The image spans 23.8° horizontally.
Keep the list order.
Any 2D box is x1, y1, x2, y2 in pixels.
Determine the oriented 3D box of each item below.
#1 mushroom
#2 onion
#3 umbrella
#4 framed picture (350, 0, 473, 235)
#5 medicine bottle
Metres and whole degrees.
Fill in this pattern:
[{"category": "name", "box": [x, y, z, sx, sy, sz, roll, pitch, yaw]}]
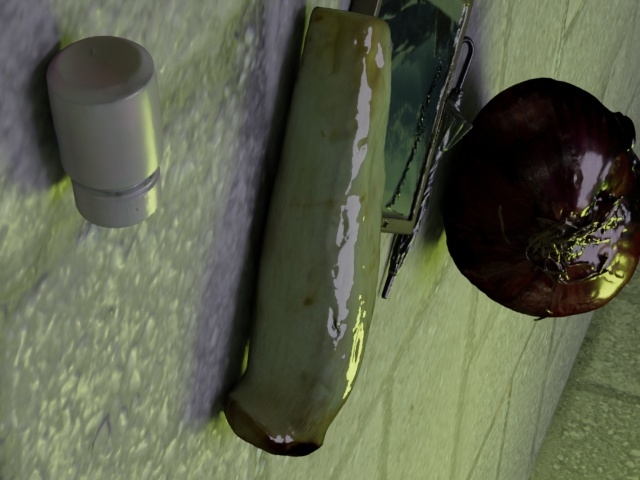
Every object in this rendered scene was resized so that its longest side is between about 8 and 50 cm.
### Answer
[{"category": "mushroom", "box": [0.001, 0.000, 1.100, 0.107, 0.087, 0.333, -20, 122, -67]}, {"category": "onion", "box": [0.237, -0.052, 1.626, 0.281, 0.221, 0.281, -11, 90, -86]}, {"category": "umbrella", "box": [0.113, -0.068, 1.492, 0.044, 0.044, 0.269, 15, 93, -47]}, {"category": "framed picture", "box": [0.065, -0.126, 1.305, 0.335, 0.022, 0.247, 4, 101, -74]}, {"category": "medicine bottle", "box": [-0.103, -0.052, 0.744, 0.089, 0.052, 0.052, 89, 23, -45]}]
